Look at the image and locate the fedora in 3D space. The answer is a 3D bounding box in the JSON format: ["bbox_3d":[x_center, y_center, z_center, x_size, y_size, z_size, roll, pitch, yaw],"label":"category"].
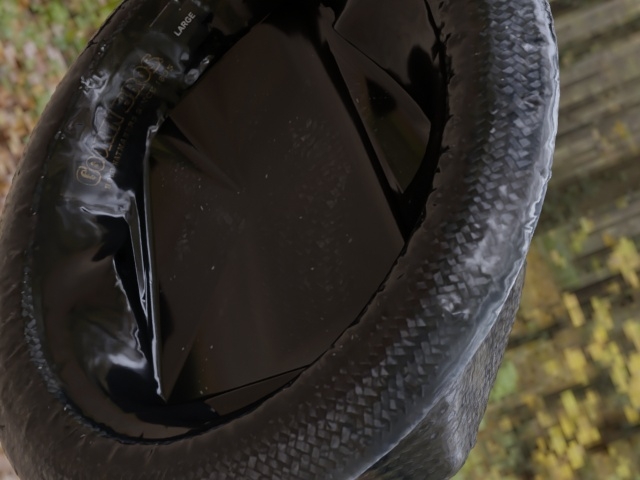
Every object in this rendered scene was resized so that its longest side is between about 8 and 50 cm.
[{"bbox_3d":[0.000,0.000,0.700,0.152,0.334,0.334,39,27,-41],"label":"fedora"}]
